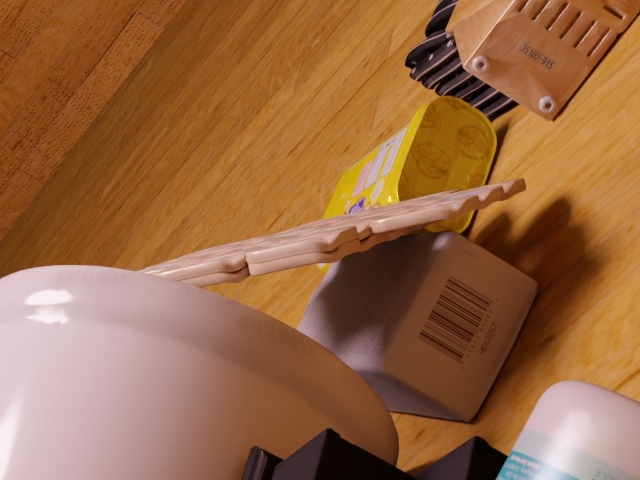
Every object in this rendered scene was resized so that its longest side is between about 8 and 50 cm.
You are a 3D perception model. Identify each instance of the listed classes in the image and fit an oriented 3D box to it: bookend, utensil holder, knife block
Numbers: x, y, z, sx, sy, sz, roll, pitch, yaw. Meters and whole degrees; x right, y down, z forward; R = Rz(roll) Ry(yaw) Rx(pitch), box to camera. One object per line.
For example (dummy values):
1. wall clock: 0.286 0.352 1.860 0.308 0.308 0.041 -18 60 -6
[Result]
1. bookend: 0.051 0.160 1.100 0.156 0.157 0.072 -43 23 47
2. utensil holder: -0.154 0.264 1.239 0.327 0.328 0.385 -35 30 55
3. knife block: 0.178 -0.214 1.508 0.275 0.088 0.242 -53 18 22

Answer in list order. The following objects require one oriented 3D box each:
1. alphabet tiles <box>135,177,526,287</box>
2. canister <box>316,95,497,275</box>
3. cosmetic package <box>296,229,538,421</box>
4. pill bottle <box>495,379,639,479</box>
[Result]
1. alphabet tiles: 0.000 0.000 1.324 0.278 0.021 0.284 -13 2 23
2. canister: 0.067 -0.036 1.557 0.170 0.073 0.126 -34 30 59
3. cosmetic package: 0.061 0.063 1.380 0.117 0.085 0.231 -61 14 -10
4. pill bottle: 0.112 0.209 0.849 0.264 0.146 0.146 -62 16 -6
